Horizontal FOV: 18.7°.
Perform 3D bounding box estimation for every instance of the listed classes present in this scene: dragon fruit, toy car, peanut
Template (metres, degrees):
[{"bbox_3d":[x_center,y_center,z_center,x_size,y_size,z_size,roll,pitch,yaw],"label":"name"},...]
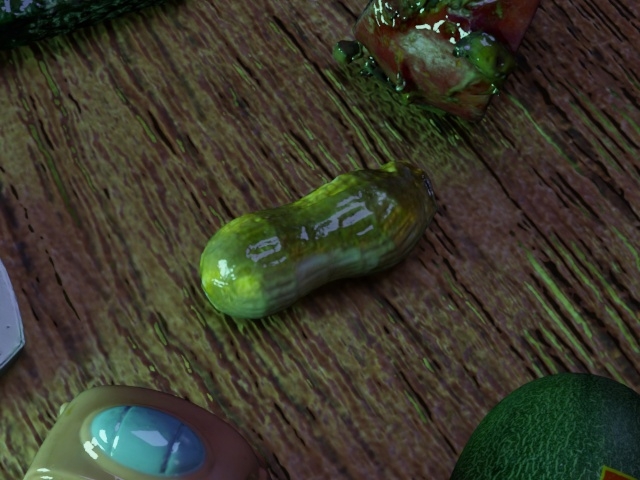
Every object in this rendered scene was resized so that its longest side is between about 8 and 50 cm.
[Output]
[{"bbox_3d":[0.111,-0.212,1.634,0.147,0.211,0.282,22,31,-1],"label":"dragon fruit"},{"bbox_3d":[-0.135,0.213,1.307,0.181,0.212,0.270,19,57,5],"label":"toy car"},{"bbox_3d":[0.000,0.000,1.540,0.207,0.087,0.087,-24,64,-19],"label":"peanut"}]

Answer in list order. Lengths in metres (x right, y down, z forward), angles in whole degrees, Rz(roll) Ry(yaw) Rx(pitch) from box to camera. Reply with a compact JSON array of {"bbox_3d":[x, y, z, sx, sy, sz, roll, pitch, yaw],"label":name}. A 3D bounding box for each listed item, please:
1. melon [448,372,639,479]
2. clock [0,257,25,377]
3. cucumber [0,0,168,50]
[{"bbox_3d":[0.165,0.226,1.360,0.182,0.182,0.287,17,58,3],"label":"melon"},{"bbox_3d":[-0.305,0.054,1.461,0.172,0.064,0.198,18,65,-6],"label":"clock"},{"bbox_3d":[-0.239,-0.199,1.629,0.294,0.067,0.067,-21,62,-27],"label":"cucumber"}]
